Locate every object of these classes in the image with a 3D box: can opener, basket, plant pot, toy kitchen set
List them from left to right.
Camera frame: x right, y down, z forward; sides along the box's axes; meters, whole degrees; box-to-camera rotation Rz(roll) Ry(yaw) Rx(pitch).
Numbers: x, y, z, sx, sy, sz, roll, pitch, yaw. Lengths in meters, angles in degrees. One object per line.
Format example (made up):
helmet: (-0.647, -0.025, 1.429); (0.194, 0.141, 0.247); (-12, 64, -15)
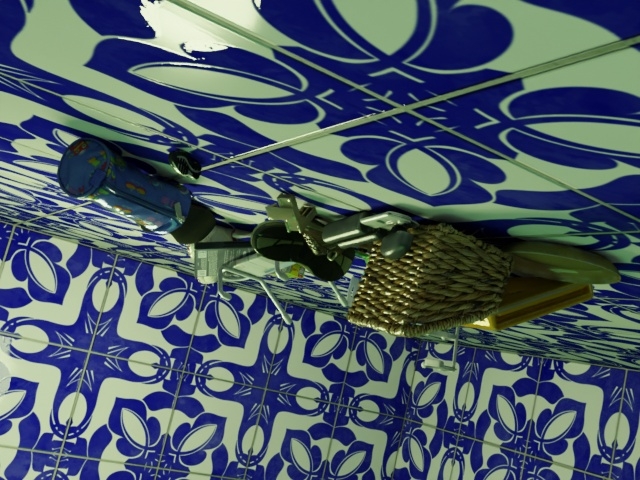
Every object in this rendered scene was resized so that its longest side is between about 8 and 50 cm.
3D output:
toy kitchen set: (-0.062, -0.070, 1.490); (0.068, 0.075, 0.083); (4, 127, 30)
can opener: (0.091, -0.004, 1.455); (0.076, 0.095, 0.283); (19, 164, -25)
basket: (0.219, 0.106, 1.446); (0.213, 0.223, 0.299); (24, 171, -19)
plant pot: (0.455, 0.041, 1.415); (0.236, 0.032, 0.236); (12, 170, 2)

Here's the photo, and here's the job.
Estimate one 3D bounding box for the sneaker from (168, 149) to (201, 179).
sneaker: (-0.257, -0.137, 1.340); (0.044, 0.040, 0.109); (13, 170, 15)

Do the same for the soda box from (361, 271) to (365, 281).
soda box: (0.209, 0.158, 2.319); (0.071, 0.067, 0.210); (6, 168, 37)

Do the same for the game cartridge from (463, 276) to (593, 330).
game cartridge: (0.385, 0.135, 1.634); (0.285, 0.052, 0.324); (-13, -177, -27)

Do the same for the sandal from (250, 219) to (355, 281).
sandal: (-0.036, 0.008, 1.743); (0.303, 0.120, 0.086); (23, -165, -36)

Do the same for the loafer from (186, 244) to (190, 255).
loafer: (-0.332, 0.040, 2.318); (0.094, 0.087, 0.251); (5, 167, 43)

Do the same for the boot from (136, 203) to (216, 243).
boot: (-0.365, -0.071, 1.800); (0.115, 0.112, 0.305); (42, -172, 25)

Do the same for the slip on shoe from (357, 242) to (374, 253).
slip on shoe: (0.102, 0.011, 1.693); (0.051, 0.041, 0.135); (8, 169, 29)

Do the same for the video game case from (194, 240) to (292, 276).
video game case: (-0.208, 0.050, 2.016); (0.274, 0.026, 0.196); (-3, 156, -11)

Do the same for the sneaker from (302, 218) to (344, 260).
sneaker: (0.000, 0.000, 1.635); (0.066, 0.071, 0.188); (34, -173, 39)

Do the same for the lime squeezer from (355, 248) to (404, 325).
lime squeezer: (0.144, 0.084, 1.918); (0.310, 0.110, 0.059); (46, -178, -9)

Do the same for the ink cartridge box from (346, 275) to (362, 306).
ink cartridge box: (0.176, 0.189, 2.432); (0.181, 0.104, 0.061); (21, 168, -37)

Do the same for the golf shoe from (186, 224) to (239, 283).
golf shoe: (-0.299, 0.047, 2.122); (0.140, 0.115, 0.306); (2, 154, 0)

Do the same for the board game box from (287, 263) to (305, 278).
board game box: (-0.139, 0.096, 2.508); (0.092, 0.043, 0.181); (19, 169, -32)

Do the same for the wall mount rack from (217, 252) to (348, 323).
wall mount rack: (-0.102, 0.116, 1.997); (0.350, 0.130, 0.304); (-20, 153, 32)

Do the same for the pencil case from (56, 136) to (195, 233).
pencil case: (-0.382, -0.100, 1.483); (0.133, 0.119, 0.306); (28, 178, 29)

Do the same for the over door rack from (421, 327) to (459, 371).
over door rack: (0.384, 0.297, 2.387); (0.108, 0.239, 0.324); (4, 168, 20)
